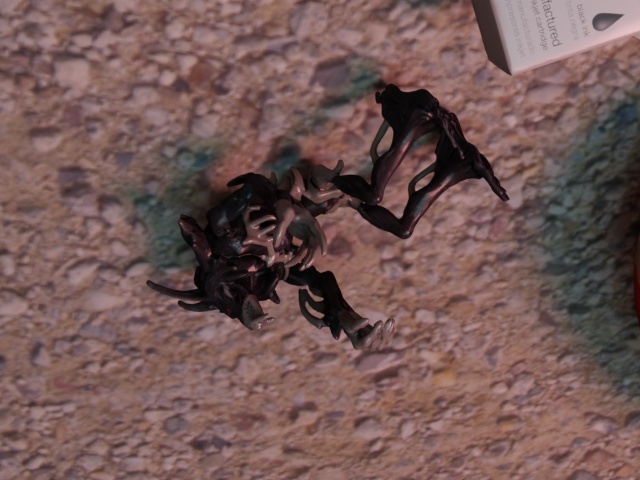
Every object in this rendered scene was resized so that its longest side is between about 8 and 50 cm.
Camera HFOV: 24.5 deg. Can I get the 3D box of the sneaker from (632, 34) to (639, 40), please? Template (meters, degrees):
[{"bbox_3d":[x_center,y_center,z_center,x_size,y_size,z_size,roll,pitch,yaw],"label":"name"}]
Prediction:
[{"bbox_3d":[0.234,-0.191,1.108,0.152,0.053,0.061,21,116,-27],"label":"sneaker"}]

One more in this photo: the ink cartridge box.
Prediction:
[{"bbox_3d":[0.206,-0.227,1.019,0.219,0.092,0.160,-19,107,0],"label":"ink cartridge box"}]

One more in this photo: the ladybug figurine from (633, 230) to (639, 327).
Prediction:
[{"bbox_3d":[0.413,0.110,1.235,0.305,0.162,0.449,3,148,38],"label":"ladybug figurine"}]

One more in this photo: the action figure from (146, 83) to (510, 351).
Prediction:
[{"bbox_3d":[0.000,0.000,1.139,0.276,0.141,0.164,-35,139,11],"label":"action figure"}]
